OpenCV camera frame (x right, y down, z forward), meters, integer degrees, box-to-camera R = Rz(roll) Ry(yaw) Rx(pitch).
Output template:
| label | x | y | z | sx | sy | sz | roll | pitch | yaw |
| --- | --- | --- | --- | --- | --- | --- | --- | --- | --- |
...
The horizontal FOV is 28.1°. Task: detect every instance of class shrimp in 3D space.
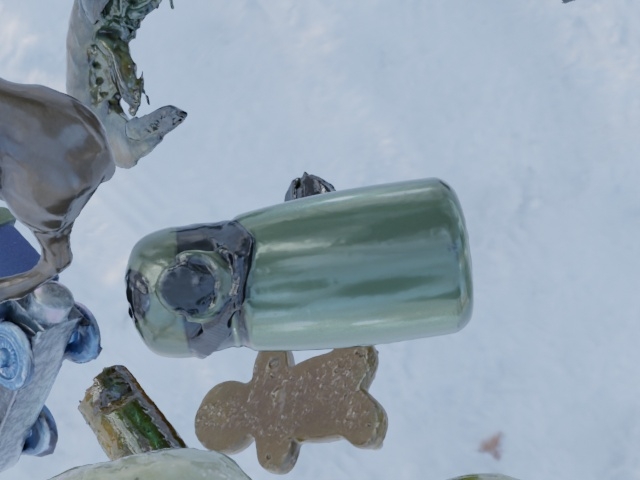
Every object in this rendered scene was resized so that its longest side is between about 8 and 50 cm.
| label | x | y | z | sx | sy | sz | roll | pitch | yaw |
| --- | --- | --- | --- | --- | --- | --- | --- | --- | --- |
| shrimp | -0.122 | -0.136 | 0.876 | 0.051 | 0.217 | 0.150 | -1 | 63 | -34 |

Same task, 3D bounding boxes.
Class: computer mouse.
| label | x | y | z | sx | sy | sz | roll | pitch | yaw |
| --- | --- | --- | --- | --- | --- | --- | --- | --- | --- |
| computer mouse | 0.000 | 0.000 | 1.572 | 0.057 | 0.099 | 0.172 | -24 | 92 | -45 |

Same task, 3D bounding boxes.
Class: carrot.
| label | x | y | z | sx | sy | sz | roll | pitch | yaw |
| --- | --- | --- | --- | --- | --- | --- | --- | --- | --- |
| carrot | -0.116 | 0.218 | 1.043 | 0.070 | 0.070 | 0.260 | -33 | 72 | -12 |

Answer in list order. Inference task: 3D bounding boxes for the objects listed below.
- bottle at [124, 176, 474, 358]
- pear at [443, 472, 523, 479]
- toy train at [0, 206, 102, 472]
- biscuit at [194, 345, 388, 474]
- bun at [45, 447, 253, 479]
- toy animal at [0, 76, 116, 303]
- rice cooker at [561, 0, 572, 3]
| label | x | y | z | sx | sy | sz | roll | pitch | yaw |
| --- | --- | --- | --- | --- | --- | --- | --- | --- | --- |
| bottle | -0.023 | 0.037 | 1.309 | 0.347 | 0.168 | 0.168 | -8 | 92 | -4 |
| pear | 0.118 | 0.255 | 0.879 | 0.200 | 0.200 | 0.200 | 0 | 90 | -14 |
| toy train | -0.357 | 0.122 | 1.365 | 0.202 | 0.300 | 0.131 | 44 | 35 | 18 |
| biscuit | -0.044 | 0.234 | 1.812 | 0.301 | 0.049 | 0.197 | -17 | 56 | 23 |
| bun | -0.101 | 0.224 | 0.669 | 0.231 | 0.133 | 0.231 | 6 | 74 | -22 |
| toy animal | -0.190 | -0.078 | 0.574 | 0.214 | 0.186 | 0.094 | 22 | 53 | -10 |
| rice cooker | 0.312 | -0.410 | 1.715 | 0.142 | 0.118 | 0.203 | -19 | 59 | -28 |
